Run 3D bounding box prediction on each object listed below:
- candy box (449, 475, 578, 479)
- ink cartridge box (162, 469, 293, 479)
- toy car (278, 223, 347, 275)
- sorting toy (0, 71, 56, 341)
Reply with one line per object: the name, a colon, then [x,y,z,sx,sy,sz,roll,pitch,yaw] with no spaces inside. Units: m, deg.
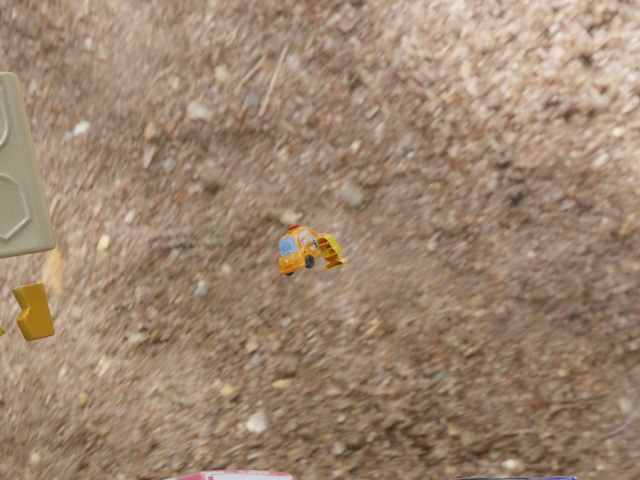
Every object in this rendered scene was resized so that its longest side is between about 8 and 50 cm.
candy box: [0.149,0.382,1.143,0.268,0.122,0.317,66,31,-29]
ink cartridge box: [-0.111,0.278,1.238,0.092,0.218,0.158,6,73,-36]
toy car: [0.000,0.000,1.359,0.060,0.122,0.040,-32,98,-28]
sorting toy: [-0.399,-0.030,1.672,0.229,0.041,0.307,-10,85,-43]
